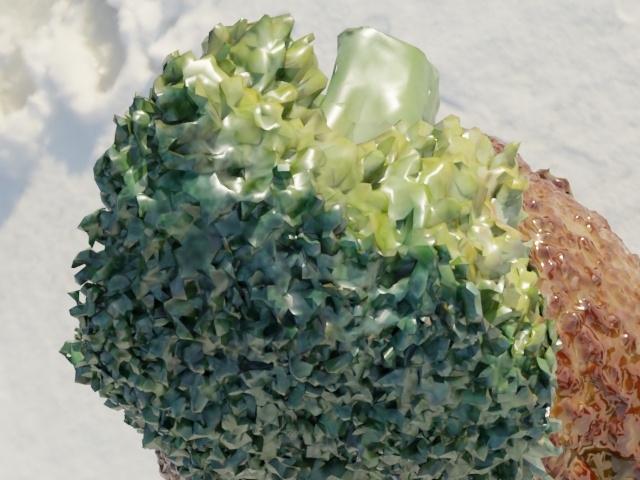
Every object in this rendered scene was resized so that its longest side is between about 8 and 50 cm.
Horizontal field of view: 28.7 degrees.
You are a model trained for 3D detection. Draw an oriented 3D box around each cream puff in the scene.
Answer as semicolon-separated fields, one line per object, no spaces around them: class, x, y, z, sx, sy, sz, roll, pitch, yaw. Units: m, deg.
cream puff;0.042;0.089;0.754;0.351;0.229;0.350;-5;79;27

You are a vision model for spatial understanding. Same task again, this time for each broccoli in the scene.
broccoli;0.000;0.000;0.458;0.194;0.219;0.194;-14;50;18
